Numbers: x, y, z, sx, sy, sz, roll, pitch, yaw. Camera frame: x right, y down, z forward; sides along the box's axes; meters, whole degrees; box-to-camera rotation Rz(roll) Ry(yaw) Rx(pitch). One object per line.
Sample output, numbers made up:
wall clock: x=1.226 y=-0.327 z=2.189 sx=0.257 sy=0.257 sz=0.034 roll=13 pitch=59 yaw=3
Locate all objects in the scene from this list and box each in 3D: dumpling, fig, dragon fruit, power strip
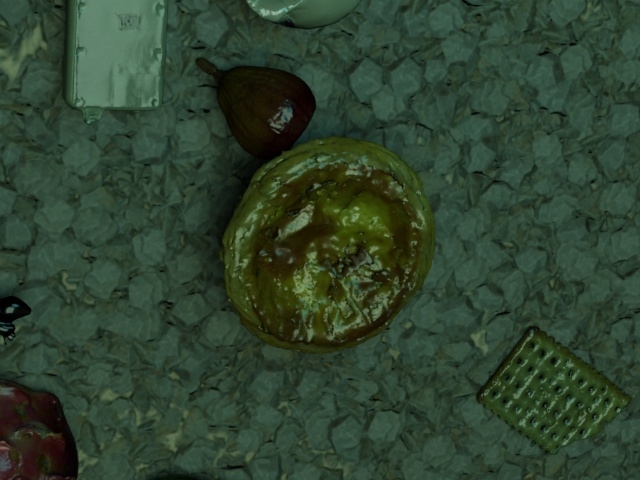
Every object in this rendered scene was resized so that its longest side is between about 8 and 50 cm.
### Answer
dumpling: x=-0.018 y=-0.326 z=1.942 sx=0.176 sy=0.092 sz=0.150 roll=-19 pitch=99 yaw=-6
fig: x=-0.068 y=-0.173 z=1.977 sx=0.119 sy=0.119 sz=0.153 roll=-28 pitch=70 yaw=-8
dragon fruit: x=-0.353 y=0.306 z=1.999 sx=0.126 sy=0.161 sz=0.274 roll=-5 pitch=107 yaw=-14
power strip: x=-0.237 y=-0.271 z=1.907 sx=0.118 sy=0.046 sz=0.270 roll=-1 pitch=107 yaw=-20

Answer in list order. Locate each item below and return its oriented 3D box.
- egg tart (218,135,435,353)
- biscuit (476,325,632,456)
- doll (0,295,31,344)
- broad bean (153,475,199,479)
egg tart: x=0.000 y=0.000 z=2.027 sx=0.290 sy=0.115 sz=0.290 roll=-8 pitch=116 yaw=-18
biscuit: x=0.323 y=0.221 z=2.270 sx=0.203 sy=0.016 sz=0.144 roll=38 pitch=93 yaw=-24
doll: x=-0.447 y=0.046 z=1.935 sx=0.091 sy=0.067 sz=0.219 roll=-45 pitch=109 yaw=-2
broad bean: x=-0.144 y=0.346 z=2.141 sx=0.213 sy=0.048 sz=0.070 roll=5 pitch=105 yaw=-19
